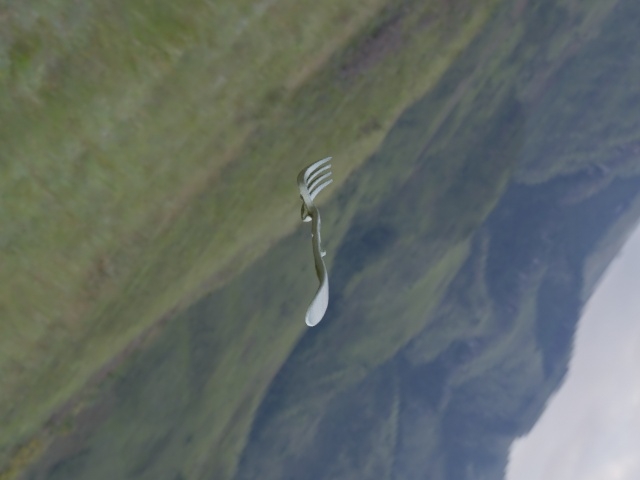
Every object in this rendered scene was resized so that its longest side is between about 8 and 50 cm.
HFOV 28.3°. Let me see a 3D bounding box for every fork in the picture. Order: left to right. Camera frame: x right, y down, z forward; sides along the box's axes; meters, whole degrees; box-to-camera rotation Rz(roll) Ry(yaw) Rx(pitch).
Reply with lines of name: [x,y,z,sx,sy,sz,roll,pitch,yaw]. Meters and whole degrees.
fork: [-0.007,0.000,0.938,0.219,0.028,0.034,-87,180,-59]
